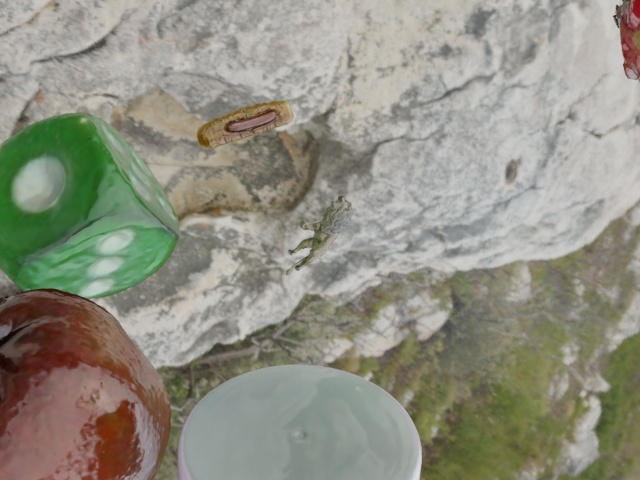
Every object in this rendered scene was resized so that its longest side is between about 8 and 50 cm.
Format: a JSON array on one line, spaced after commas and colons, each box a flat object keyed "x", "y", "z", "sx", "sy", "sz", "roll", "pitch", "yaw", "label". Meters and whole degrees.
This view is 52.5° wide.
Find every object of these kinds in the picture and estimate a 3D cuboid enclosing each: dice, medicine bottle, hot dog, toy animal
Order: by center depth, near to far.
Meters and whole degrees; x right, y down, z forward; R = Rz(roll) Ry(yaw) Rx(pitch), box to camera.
[{"x": -0.025, "y": 0.304, "z": 0.710, "sx": 0.252, "sy": 0.252, "sz": 0.241, "roll": -16, "pitch": 122, "yaw": -36, "label": "medicine bottle"}, {"x": -0.013, "y": 0.004, "z": 1.267, "sx": 0.086, "sy": 0.069, "sz": 0.220, "roll": -9, "pitch": 149, "yaw": -50, "label": "toy animal"}, {"x": -0.484, "y": -0.059, "z": 1.319, "sx": 0.297, "sy": 0.287, "sz": 0.300, "roll": -32, "pitch": 159, "yaw": 2, "label": "dice"}, {"x": -0.161, "y": -0.252, "z": 1.388, "sx": 0.215, "sy": 0.047, "sz": 0.066, "roll": -17, "pitch": 103, "yaw": -6, "label": "hot dog"}]

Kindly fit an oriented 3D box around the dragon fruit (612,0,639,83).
[{"x": 0.380, "y": -0.185, "z": 0.604, "sx": 0.261, "sy": 0.189, "sz": 0.163, "roll": 2, "pitch": 139, "yaw": -46, "label": "dragon fruit"}]

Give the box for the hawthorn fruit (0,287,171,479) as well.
[{"x": -0.323, "y": 0.217, "z": 0.789, "sx": 0.295, "sy": 0.295, "sz": 0.311, "roll": -40, "pitch": 109, "yaw": -20, "label": "hawthorn fruit"}]
